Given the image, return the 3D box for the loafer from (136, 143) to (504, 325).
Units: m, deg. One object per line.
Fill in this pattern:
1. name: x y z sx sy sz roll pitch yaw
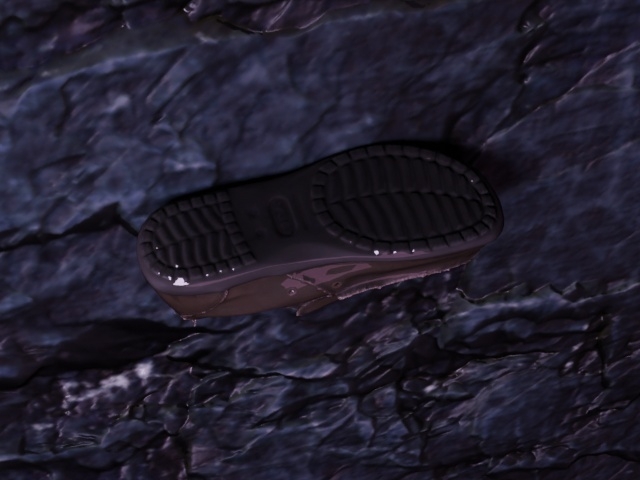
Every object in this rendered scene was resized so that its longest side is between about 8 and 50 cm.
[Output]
1. loafer: 0.000 0.000 0.873 0.220 0.080 0.078 -8 149 -7
